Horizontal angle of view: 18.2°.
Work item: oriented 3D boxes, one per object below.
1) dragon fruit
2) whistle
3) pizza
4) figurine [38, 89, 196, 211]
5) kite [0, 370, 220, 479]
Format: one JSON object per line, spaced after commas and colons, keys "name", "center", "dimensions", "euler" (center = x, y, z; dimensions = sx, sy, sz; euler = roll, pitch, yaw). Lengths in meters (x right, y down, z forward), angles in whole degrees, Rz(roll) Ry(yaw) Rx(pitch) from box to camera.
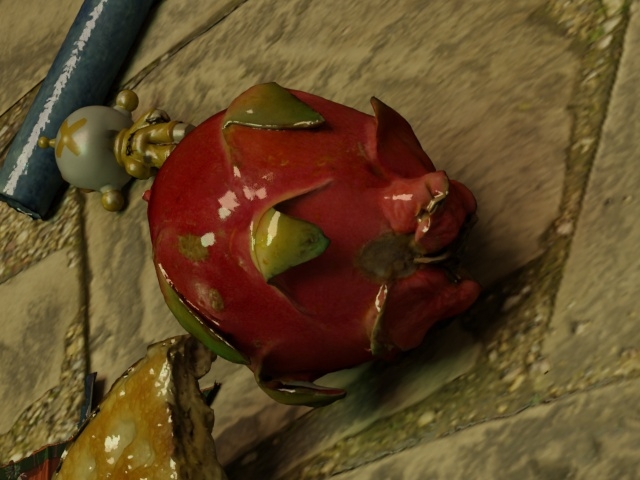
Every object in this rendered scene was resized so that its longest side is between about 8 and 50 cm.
{"name": "dragon fruit", "center": [-0.005, 0.000, 1.369], "dimensions": [0.227, 0.224, 0.224], "euler": [35, 91, 42]}
{"name": "whistle", "center": [-0.211, -0.165, 1.823], "dimensions": [0.062, 0.062, 0.304], "euler": [13, 74, 51]}
{"name": "pizza", "center": [-0.130, 0.233, 1.408], "dimensions": [0.323, 0.089, 0.223], "euler": [-61, 40, 21]}
{"name": "figurine", "center": [-0.171, -0.075, 1.719], "dimensions": [0.143, 0.068, 0.101], "euler": [30, 94, 36]}
{"name": "kite", "center": [-0.200, 0.213, 1.587], "dimensions": [0.321, 0.016, 0.234], "euler": [-24, 50, 36]}
